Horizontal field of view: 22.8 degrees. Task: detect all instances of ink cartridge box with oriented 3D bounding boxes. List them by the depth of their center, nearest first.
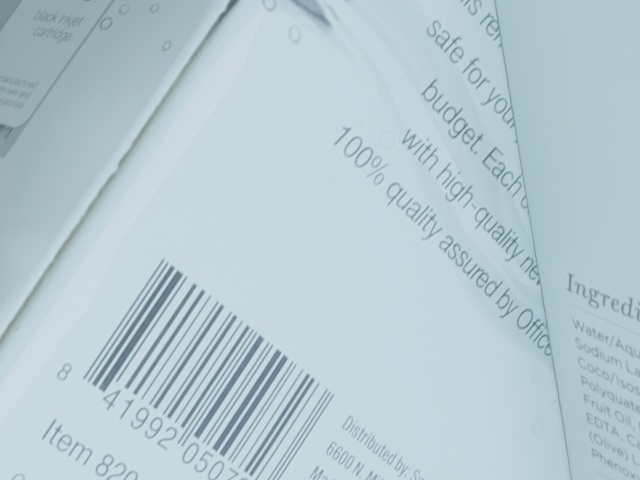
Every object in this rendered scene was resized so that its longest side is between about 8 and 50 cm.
[{"bbox_3d":[0.000,0.000,0.420,0.207,0.117,0.283,43,76,-41],"label":"ink cartridge box"}]

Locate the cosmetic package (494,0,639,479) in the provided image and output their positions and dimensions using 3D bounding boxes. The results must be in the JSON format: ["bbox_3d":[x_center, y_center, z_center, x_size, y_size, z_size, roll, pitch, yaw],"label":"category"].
[{"bbox_3d":[0.151,-0.059,0.347,0.197,0.155,0.366,-31,124,-29],"label":"cosmetic package"}]
